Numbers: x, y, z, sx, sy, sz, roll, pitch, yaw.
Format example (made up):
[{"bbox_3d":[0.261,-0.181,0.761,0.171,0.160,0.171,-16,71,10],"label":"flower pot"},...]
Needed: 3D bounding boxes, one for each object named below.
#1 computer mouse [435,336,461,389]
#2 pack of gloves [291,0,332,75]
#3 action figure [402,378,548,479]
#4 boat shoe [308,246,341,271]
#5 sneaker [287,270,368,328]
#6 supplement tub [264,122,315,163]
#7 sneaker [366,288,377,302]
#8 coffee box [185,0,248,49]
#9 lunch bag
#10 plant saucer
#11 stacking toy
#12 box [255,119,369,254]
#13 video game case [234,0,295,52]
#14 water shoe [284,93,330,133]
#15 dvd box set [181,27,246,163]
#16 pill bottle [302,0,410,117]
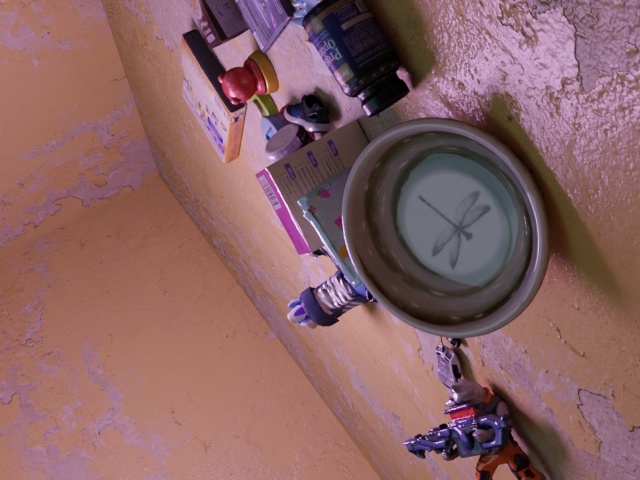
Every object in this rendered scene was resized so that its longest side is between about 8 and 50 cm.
[{"bbox_3d":[0.315,0.283,2.068,0.106,0.042,0.192,34,144,48],"label":"computer mouse"},{"bbox_3d":[0.001,-0.420,1.793,0.232,0.046,0.195,35,150,56],"label":"pack of gloves"},{"bbox_3d":[0.376,0.480,2.000,0.341,0.179,0.330,-18,97,48],"label":"action figure"},{"bbox_3d":[-0.002,-0.002,2.301,0.113,0.105,0.306,45,-170,-52],"label":"boat shoe"},{"bbox_3d":[0.024,0.169,2.381,0.130,0.236,0.323,58,164,7],"label":"sneaker"},{"bbox_3d":[-0.041,-0.192,2.114,0.190,0.117,0.117,47,172,-29],"label":"supplement tub"},{"bbox_3d":[0.178,0.143,2.085,0.079,0.121,0.216,28,144,63],"label":"sneaker"},{"bbox_3d":[-0.287,-0.635,2.182,0.246,0.098,0.141,64,164,-12],"label":"coffee box"},{"bbox_3d":[0.112,-0.053,1.701,0.223,0.262,0.160,58,163,4],"label":"lunch bag"},{"bbox_3d":[0.229,-0.027,1.508,0.401,0.101,0.400,12,112,31],"label":"plant saucer"},{"bbox_3d":[-0.157,-0.318,2.279,0.308,0.130,0.279,57,163,12],"label":"stacking toy"},{"bbox_3d":[0.015,-0.119,1.907,0.213,0.243,0.117,61,164,-5],"label":"box"},{"bbox_3d":[-0.147,-0.574,2.002,0.196,0.026,0.274,61,163,-4],"label":"video game case"},{"bbox_3d":[-0.025,-0.316,2.041,0.203,0.073,0.080,38,124,57],"label":"water shoe"},{"bbox_3d":[-0.356,-0.459,2.752,0.307,0.062,0.420,57,164,10],"label":"dvd box set"},{"bbox_3d":[0.071,-0.345,1.569,0.219,0.123,0.123,58,164,0],"label":"pill bottle"}]
